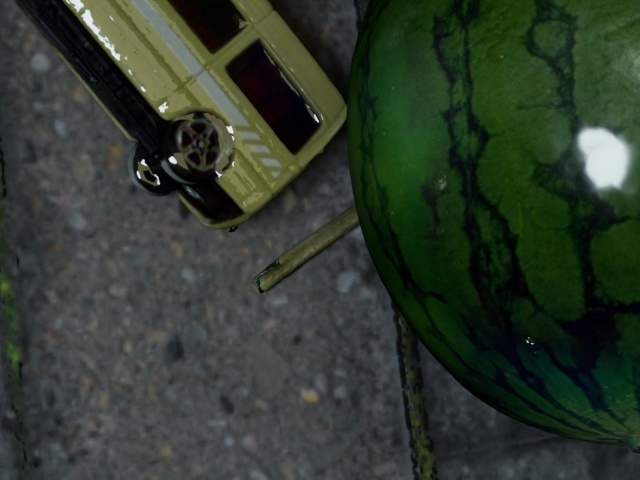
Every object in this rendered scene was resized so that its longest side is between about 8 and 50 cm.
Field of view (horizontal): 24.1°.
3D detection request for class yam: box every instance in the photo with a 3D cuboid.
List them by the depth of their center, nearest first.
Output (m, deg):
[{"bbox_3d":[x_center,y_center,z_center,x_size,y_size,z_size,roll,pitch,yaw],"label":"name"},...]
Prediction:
[{"bbox_3d":[0.000,0.000,0.953,0.107,0.014,0.014,-36,97,-16],"label":"yam"}]

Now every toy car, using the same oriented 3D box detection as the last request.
[{"bbox_3d":[-0.102,-0.130,0.885,0.124,0.101,0.256,-43,100,-19],"label":"toy car"}]

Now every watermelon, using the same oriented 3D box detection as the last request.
[{"bbox_3d":[0.178,-0.056,0.850,0.363,0.363,0.363,1,86,-17],"label":"watermelon"}]
